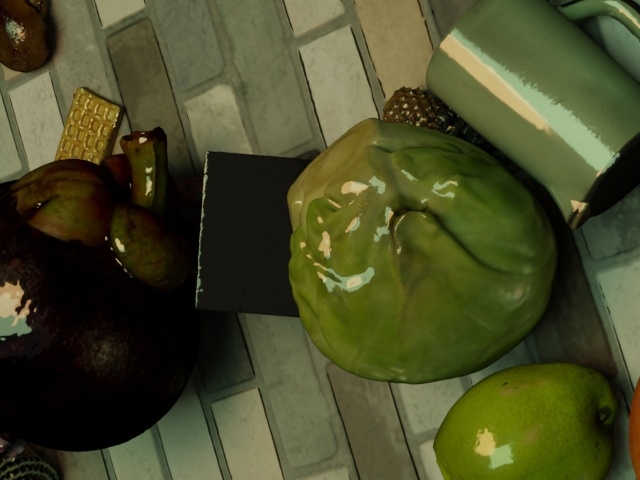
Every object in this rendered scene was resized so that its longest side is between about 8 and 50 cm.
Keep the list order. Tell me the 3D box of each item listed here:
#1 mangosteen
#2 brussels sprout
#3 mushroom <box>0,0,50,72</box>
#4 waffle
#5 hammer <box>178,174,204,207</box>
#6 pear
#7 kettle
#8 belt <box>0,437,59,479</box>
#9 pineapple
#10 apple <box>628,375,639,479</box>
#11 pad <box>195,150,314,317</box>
[{"bbox_3d":[-0.307,0.060,2.020,0.382,0.382,0.435,38,85,25],"label":"mangosteen"},{"bbox_3d":[0.109,0.022,1.785,0.247,0.328,0.328,-116,46,-64],"label":"brussels sprout"},{"bbox_3d":[-0.436,-0.300,2.241,0.127,0.087,0.127,27,127,42],"label":"mushroom"},{"bbox_3d":[-0.331,-0.142,2.208,0.092,0.021,0.135,26,107,29],"label":"waffle"},{"bbox_3d":[-0.153,-0.069,2.086,0.083,0.043,0.043,-14,86,32],"label":"hammer"},{"bbox_3d":[0.243,0.233,1.776,0.220,0.187,0.187,-27,78,10],"label":"pear"},{"bbox_3d":[0.281,-0.173,1.738,0.240,0.165,0.255,-44,68,-3],"label":"kettle"},{"bbox_3d":[-0.488,0.401,2.242,0.160,0.207,0.295,29,93,32],"label":"belt"},{"bbox_3d":[0.154,-0.136,1.867,0.159,0.074,0.074,21,104,27],"label":"pineapple"},{"bbox_3d":[0.453,0.188,1.577,0.299,0.275,0.299,0,90,38],"label":"apple"},{"bbox_3d":[0.000,0.000,1.920,0.300,0.005,0.202,4,97,0],"label":"pad"}]
